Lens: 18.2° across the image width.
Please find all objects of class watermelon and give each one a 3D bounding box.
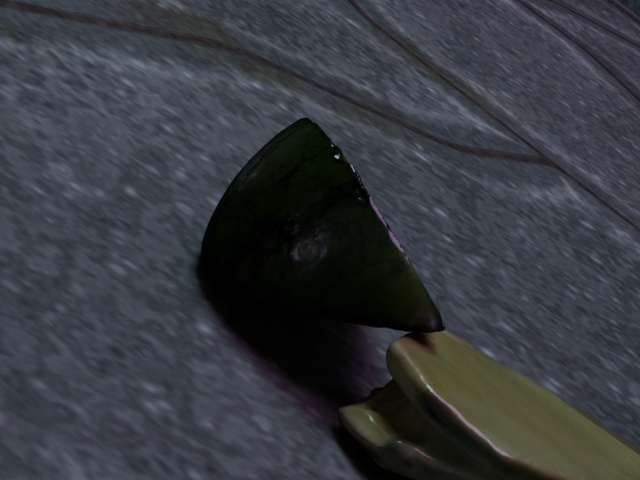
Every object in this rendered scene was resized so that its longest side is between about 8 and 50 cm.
[{"bbox_3d":[-0.010,0.003,0.872,0.092,0.075,0.181,56,-1,-15],"label":"watermelon"}]

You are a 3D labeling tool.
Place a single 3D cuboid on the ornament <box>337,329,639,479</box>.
[{"bbox_3d":[0.116,0.104,0.823,0.201,0.059,0.180,35,13,13],"label":"ornament"}]
